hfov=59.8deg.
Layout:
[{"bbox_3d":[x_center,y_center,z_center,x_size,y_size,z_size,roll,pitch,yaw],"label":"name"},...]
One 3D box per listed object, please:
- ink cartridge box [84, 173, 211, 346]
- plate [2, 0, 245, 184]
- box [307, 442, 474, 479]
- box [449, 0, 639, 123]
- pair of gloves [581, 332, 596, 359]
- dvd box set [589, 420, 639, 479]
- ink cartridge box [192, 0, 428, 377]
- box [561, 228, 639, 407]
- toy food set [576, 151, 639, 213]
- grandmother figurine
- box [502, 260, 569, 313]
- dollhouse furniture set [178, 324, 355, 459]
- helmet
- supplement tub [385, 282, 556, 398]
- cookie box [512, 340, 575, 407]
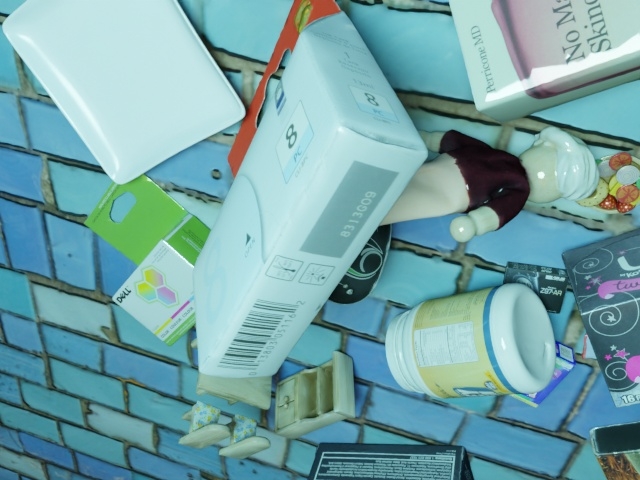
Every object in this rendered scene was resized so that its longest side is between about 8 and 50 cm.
[{"bbox_3d":[-0.283,0.027,0.924,0.255,0.097,0.189,42,125,-10],"label":"ink cartridge box"},{"bbox_3d":[-0.272,-0.245,0.783,0.278,0.045,0.277,-21,112,29],"label":"plate"},{"bbox_3d":[0.111,0.534,0.978,0.296,0.294,0.182,-8,117,24],"label":"box"},{"bbox_3d":[0.255,-0.223,0.530,0.232,0.127,0.148,-15,88,28],"label":"box"},{"bbox_3d":[0.453,0.125,0.771,0.159,0.023,0.198,5,121,17],"label":"pair of gloves"},{"bbox_3d":[0.651,0.438,0.871,0.308,0.062,0.420,-19,112,29],"label":"dvd box set"},{"bbox_3d":[-0.061,-0.098,0.605,0.091,0.385,0.308,9,131,-28],"label":"ink cartridge box"},{"bbox_3d":[0.430,0.064,0.637,0.247,0.163,0.142,-22,107,23],"label":"box"},{"bbox_3d":[0.361,-0.069,0.684,0.083,0.020,0.082,26,125,3],"label":"toy food set"},{"bbox_3d":[0.155,-0.067,0.655,0.342,0.207,0.104,-7,142,-4],"label":"grandmother figurine"},{"bbox_3d":[0.302,0.067,0.789,0.083,0.018,0.067,9,123,14],"label":"box"},{"bbox_3d":[-0.084,0.233,0.919,0.242,0.212,0.161,30,132,-33],"label":"dollhouse furniture set"},{"bbox_3d":[0.000,0.000,0.768,0.162,0.169,0.169,16,126,-11],"label":"helmet"},{"bbox_3d":[0.207,0.146,0.783,0.200,0.144,0.144,-19,113,43],"label":"supplement tub"},{"bbox_3d":[0.316,0.192,0.849,0.092,0.040,0.107,25,126,3],"label":"cookie box"}]
